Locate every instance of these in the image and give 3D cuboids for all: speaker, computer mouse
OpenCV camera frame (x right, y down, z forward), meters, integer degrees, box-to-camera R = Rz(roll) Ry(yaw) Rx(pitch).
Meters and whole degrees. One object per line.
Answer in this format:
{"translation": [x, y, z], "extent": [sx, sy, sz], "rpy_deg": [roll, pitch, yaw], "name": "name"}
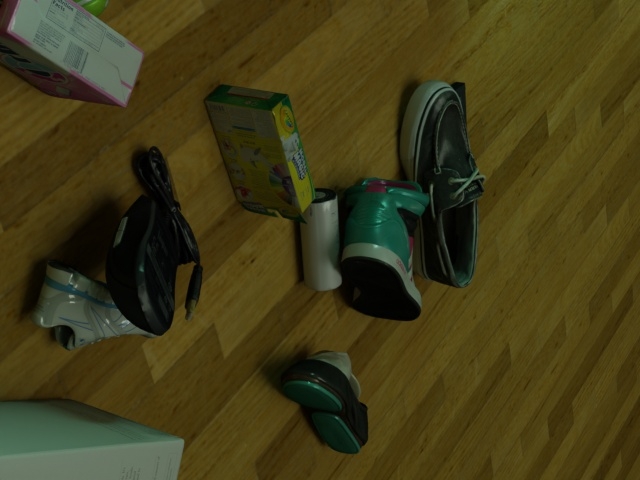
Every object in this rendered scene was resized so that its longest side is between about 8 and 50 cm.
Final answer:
{"translation": [0.000, 0.000, 1.752], "extent": [0.055, 0.055, 0.136], "rpy_deg": [-35, 129, -48], "name": "speaker"}
{"translation": [-0.185, 0.037, 1.399], "extent": [0.262, 0.060, 0.184], "rpy_deg": [-93, 168, -51], "name": "computer mouse"}

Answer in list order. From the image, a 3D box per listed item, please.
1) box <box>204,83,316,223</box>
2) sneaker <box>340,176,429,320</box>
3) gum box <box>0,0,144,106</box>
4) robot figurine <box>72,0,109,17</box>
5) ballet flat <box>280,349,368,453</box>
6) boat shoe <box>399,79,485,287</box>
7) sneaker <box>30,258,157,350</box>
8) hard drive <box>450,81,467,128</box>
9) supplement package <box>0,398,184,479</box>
{"translation": [-0.069, -0.102, 1.560], "extent": [0.043, 0.105, 0.179], "rpy_deg": [-49, 139, -38], "name": "box"}
{"translation": [0.095, 0.000, 1.853], "extent": [0.295, 0.124, 0.178], "rpy_deg": [69, 30, -67], "name": "sneaker"}
{"translation": [-0.270, -0.195, 1.204], "extent": [0.188, 0.107, 0.062], "rpy_deg": [33, 72, -57], "name": "gum box"}
{"translation": [-0.249, -0.264, 1.248], "extent": [0.101, 0.067, 0.115], "rpy_deg": [-97, 169, -56], "name": "robot figurine"}
{"translation": [0.010, 0.215, 1.820], "extent": [0.280, 0.095, 0.096], "rpy_deg": [66, 36, -58], "name": "ballet flat"}
{"translation": [0.206, -0.084, 1.973], "extent": [0.121, 0.119, 0.335], "rpy_deg": [-25, 122, -34], "name": "boat shoe"}
{"translation": [-0.249, 0.085, 1.387], "extent": [0.191, 0.071, 0.083], "rpy_deg": [32, 85, -53], "name": "sneaker"}
{"translation": [0.209, -0.178, 2.056], "extent": [0.094, 0.022, 0.135], "rpy_deg": [-37, 130, -47], "name": "hard drive"}
{"translation": [-0.303, 0.262, 1.240], "extent": [0.293, 0.175, 0.177], "rpy_deg": [9, 94, -59], "name": "supplement package"}
